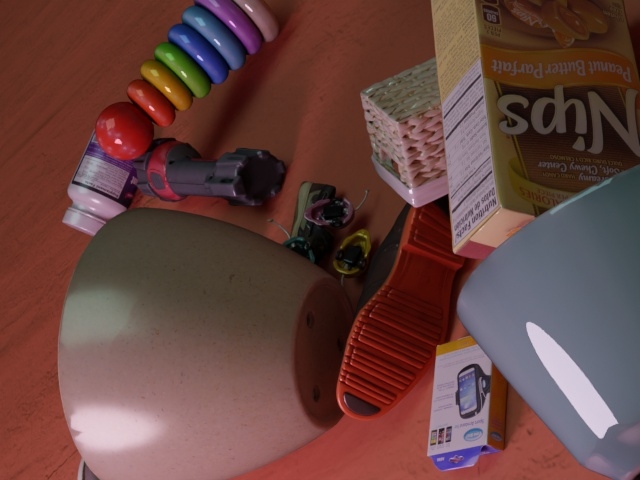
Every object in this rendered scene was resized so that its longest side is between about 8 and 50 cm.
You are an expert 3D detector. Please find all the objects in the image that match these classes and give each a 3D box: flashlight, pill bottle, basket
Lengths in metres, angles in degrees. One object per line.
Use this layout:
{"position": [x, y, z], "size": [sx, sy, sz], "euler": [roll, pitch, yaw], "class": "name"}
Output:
{"position": [-0.165, -0.102, 1.739], "size": [0.304, 0.103, 0.103], "euler": [6, 75, 51], "class": "flashlight"}
{"position": [-0.368, -0.104, 2.010], "size": [0.108, 0.108, 0.193], "euler": [12, 77, 57], "class": "pill bottle"}
{"position": [0.137, -0.129, 1.241], "size": [0.167, 0.103, 0.113], "euler": [-26, 33, -9], "class": "basket"}

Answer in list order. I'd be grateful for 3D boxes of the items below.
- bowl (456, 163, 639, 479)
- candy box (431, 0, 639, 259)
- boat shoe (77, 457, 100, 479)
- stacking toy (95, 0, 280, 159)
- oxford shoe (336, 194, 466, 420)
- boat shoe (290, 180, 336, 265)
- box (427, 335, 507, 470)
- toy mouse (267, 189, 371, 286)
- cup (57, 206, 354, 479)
{"position": [0.270, 0.071, 0.838], "size": [0.311, 0.311, 0.163], "euler": [-36, 61, 36], "class": "bowl"}
{"position": [0.210, -0.120, 1.098], "size": [0.087, 0.183, 0.316], "euler": [128, 148, -50], "class": "candy box"}
{"position": [-0.245, 0.270, 1.558], "size": [0.097, 0.116, 0.324], "euler": [-46, 30, 30], "class": "boat shoe"}
{"position": [-0.219, -0.257, 1.805], "size": [0.330, 0.141, 0.141], "euler": [-47, 32, -6], "class": "stacking toy"}
{"position": [0.086, 0.068, 1.271], "size": [0.271, 0.097, 0.098], "euler": [-63, 14, -13], "class": "oxford shoe"}
{"position": [-0.008, -0.007, 1.476], "size": [0.049, 0.056, 0.152], "euler": [-3, 67, 18], "class": "boat shoe"}
{"position": [0.146, 0.162, 1.158], "size": [0.081, 0.028, 0.136], "euler": [-23, 52, 46], "class": "box"}
{"position": [0.000, 0.000, 1.428], "size": [0.143, 0.031, 0.161], "euler": [14, 65, 24], "class": "toy mouse"}
{"position": [-0.097, 0.122, 1.311], "size": [0.237, 0.331, 0.331], "euler": [-3, 62, 26], "class": "cup"}
